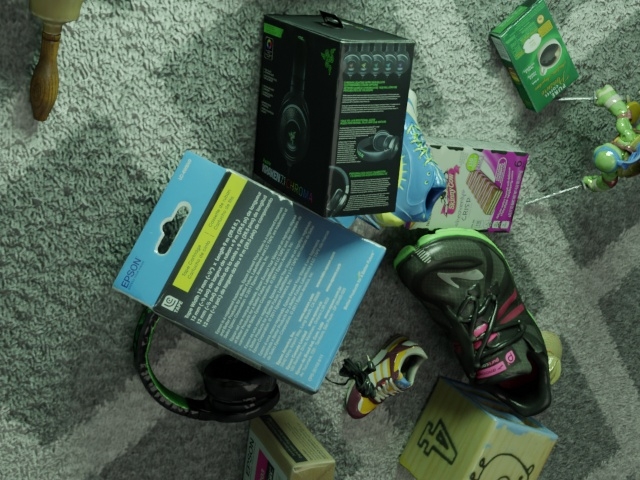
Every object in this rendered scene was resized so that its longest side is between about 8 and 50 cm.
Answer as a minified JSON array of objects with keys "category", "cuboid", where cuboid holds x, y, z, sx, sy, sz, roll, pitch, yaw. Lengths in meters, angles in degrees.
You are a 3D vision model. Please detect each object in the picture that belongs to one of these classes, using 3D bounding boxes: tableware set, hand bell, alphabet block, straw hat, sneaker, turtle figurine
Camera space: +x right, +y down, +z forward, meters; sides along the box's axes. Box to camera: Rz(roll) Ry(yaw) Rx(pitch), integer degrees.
[{"category":"tableware set","cuboid":[0.645,-0.265,2.132,0.154,0.024,0.104,-51,129,-4]},{"category":"hand bell","cuboid":[-0.377,-0.278,1.494,0.126,0.126,0.242,-1,121,-30]},{"category":"alphabet block","cuboid":[0.306,0.409,2.101,0.192,0.193,0.197,20,98,-33]},{"category":"straw hat","cuboid":[0.463,0.264,2.214,0.144,0.061,0.144,-11,114,-26]},{"category":"sneaker","cuboid":[0.309,0.154,1.977,0.185,0.202,0.483,-35,125,15]},{"category":"turtle figurine","cuboid":[0.549,-0.196,2.036,0.266,0.275,0.198,-15,94,-39]},{"category":"sneaker","cuboid":[0.162,-0.136,1.809,0.091,0.126,0.240,11,88,-67]},{"category":"sneaker","cuboid":[0.122,0.263,1.999,0.069,0.084,0.185,37,88,-35]}]

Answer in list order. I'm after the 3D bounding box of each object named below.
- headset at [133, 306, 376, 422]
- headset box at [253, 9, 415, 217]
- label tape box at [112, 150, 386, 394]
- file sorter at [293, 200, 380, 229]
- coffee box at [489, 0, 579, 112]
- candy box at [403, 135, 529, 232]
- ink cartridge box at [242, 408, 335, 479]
[{"category":"headset","cuboid":[-0.108,0.197,1.777,0.394,0.185,0.243,10,104,-21]},{"category":"headset box","cuboid":[0.015,-0.208,1.647,0.131,0.246,0.283,-5,113,-29]},{"category":"label tape box","cuboid":[-0.108,0.052,1.671,0.348,0.115,0.249,26,79,3]},{"category":"file sorter","cuboid":[0.000,0.000,1.810,0.170,0.104,0.118,-51,126,-3]},{"category":"coffee box","cuboid":[0.387,-0.334,1.940,0.113,0.040,0.184,-43,124,-8]},{"category":"candy box","cuboid":[0.252,-0.099,1.937,0.233,0.071,0.159,1,109,-30]},{"category":"ink cartridge box","cuboid":[-0.064,0.448,1.899,0.088,0.193,0.234,-2,110,-27]}]
